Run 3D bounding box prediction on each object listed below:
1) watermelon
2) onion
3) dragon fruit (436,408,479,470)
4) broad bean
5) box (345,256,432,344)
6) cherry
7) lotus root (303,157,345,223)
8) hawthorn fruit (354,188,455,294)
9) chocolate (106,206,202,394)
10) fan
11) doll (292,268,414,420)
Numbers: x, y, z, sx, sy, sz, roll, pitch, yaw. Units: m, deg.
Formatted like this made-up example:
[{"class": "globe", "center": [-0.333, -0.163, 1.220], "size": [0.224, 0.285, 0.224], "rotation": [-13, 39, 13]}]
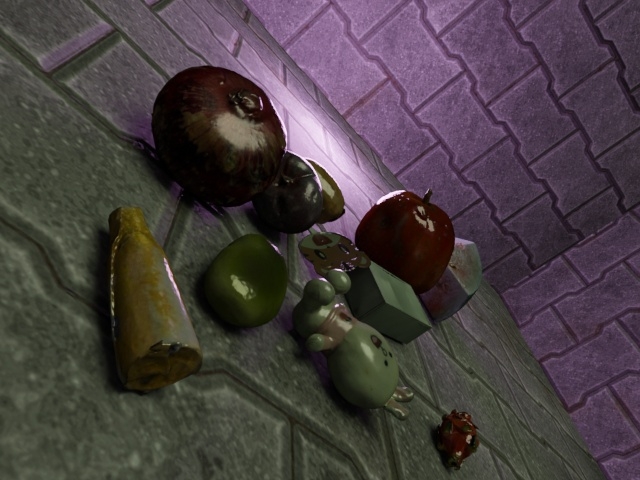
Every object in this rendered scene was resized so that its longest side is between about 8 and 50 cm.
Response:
[{"class": "watermelon", "center": [0.386, 0.087, 1.696], "size": [0.258, 0.228, 0.387], "rotation": [39, 30, -13]}, {"class": "onion", "center": [-0.164, -0.177, 0.850], "size": [0.246, 0.190, 0.246], "rotation": [30, 44, -33]}, {"class": "dragon fruit", "center": [0.275, 0.399, 1.016], "size": [0.116, 0.086, 0.081], "rotation": [-79, 167, -57]}, {"class": "broad bean", "center": [-0.105, 0.059, 0.739], "size": [0.124, 0.082, 0.174], "rotation": [46, 29, -17]}, {"class": "box", "center": [0.151, 0.145, 1.179], "size": [0.225, 0.086, 0.129], "rotation": [32, 27, -46]}, {"class": "cherry", "center": [-0.068, -0.093, 1.014], "size": [0.176, 0.140, 0.176], "rotation": [63, -5, 10]}, {"class": "lotus root", "center": [-0.031, -0.130, 1.205], "size": [0.221, 0.125, 0.118], "rotation": [44, 59, -9]}, {"class": "hawthorn fruit", "center": [0.230, -0.005, 1.370], "size": [0.275, 0.300, 0.275], "rotation": [23, 20, -9]}, {"class": "chocolate", "center": [-0.192, 0.049, 0.547], "size": [0.085, 0.085, 0.219], "rotation": [30, 24, -50]}, {"class": "fan", "center": [0.000, 0.000, 1.120], "size": [0.152, 0.008, 0.227], "rotation": [-13, 46, -38]}, {"class": "doll", "center": [0.047, 0.178, 0.839], "size": [0.275, 0.113, 0.155], "rotation": [57, 26, -7]}]
